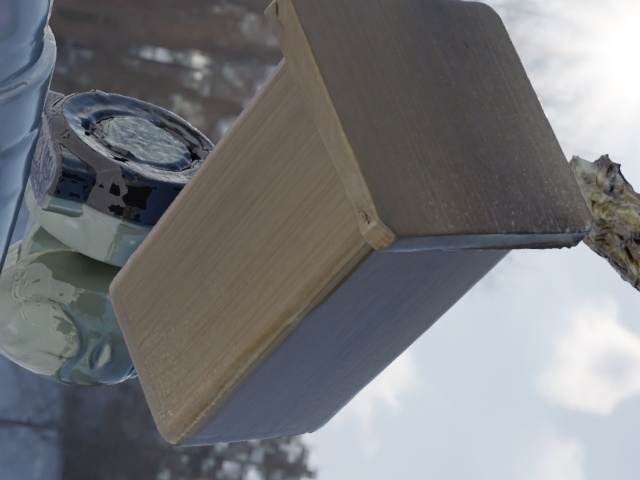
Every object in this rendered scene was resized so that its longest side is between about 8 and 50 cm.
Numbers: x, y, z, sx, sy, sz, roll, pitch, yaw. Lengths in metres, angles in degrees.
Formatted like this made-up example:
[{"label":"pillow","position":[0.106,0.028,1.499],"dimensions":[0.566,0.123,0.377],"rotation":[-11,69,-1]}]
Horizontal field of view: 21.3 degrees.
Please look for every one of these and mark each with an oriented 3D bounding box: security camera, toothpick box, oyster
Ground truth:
[{"label":"security camera","position":[-0.215,0.018,1.627],"dimensions":[0.277,0.191,0.197],"rotation":[-64,-152,24]},{"label":"toothpick box","position":[0.000,0.000,1.156],"dimensions":[0.308,0.187,0.190],"rotation":[-47,-123,41]},{"label":"oyster","position":[0.248,-0.002,1.368],"dimensions":[0.165,0.053,0.108],"rotation":[43,-34,22]}]

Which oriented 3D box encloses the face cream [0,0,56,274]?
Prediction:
[{"label":"face cream","position":[-0.162,-0.053,0.553],"dimensions":[0.145,0.145,0.370],"rotation":[-100,-153,-57]}]
